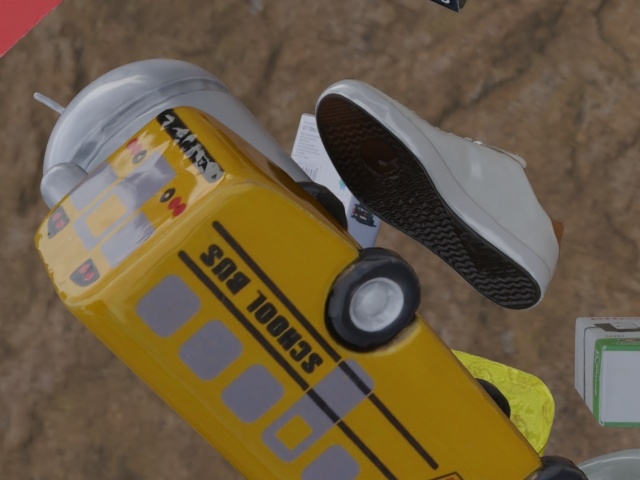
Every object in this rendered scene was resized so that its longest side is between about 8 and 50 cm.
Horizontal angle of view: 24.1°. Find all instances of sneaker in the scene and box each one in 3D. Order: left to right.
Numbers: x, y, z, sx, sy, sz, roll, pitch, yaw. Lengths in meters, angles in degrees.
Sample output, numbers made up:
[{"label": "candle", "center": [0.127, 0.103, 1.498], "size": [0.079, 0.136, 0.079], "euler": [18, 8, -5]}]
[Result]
[{"label": "sneaker", "center": [0.118, -0.065, 1.446], "size": [0.106, 0.290, 0.123], "euler": [-29, 23, 49]}]

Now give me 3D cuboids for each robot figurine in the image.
[{"label": "robot figurine", "center": [-0.114, -0.024, 1.347], "size": [0.353, 0.300, 0.200], "euler": [49, 115, 23]}]

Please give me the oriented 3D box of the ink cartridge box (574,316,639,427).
[{"label": "ink cartridge box", "center": [0.355, 0.136, 1.583], "size": [0.153, 0.208, 0.087], "euler": [0, 95, 2]}]

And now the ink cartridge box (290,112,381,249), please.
[{"label": "ink cartridge box", "center": [0.000, 0.000, 1.901], "size": [0.186, 0.065, 0.311], "euler": [19, 92, 61]}]

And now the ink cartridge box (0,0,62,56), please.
[{"label": "ink cartridge box", "center": [-0.203, -0.261, 1.050], "size": [0.224, 0.056, 0.181], "euler": [-44, 63, -12]}]

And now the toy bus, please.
[{"label": "toy bus", "center": [0.012, 0.078, 0.783], "size": [0.130, 0.333, 0.108], "euler": [-42, 33, -1]}]

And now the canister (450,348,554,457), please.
[{"label": "canister", "center": [0.114, 0.153, 1.210], "size": [0.126, 0.170, 0.073], "euler": [17, 69, 6]}]

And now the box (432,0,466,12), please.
[{"label": "box", "center": [0.095, -0.311, 1.211], "size": [0.175, 0.051, 0.220], "euler": [29, 73, 22]}]

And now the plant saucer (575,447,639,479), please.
[{"label": "plant saucer", "center": [0.164, 0.331, 1.128], "size": [0.100, 0.400, 0.400], "euler": [46, 119, -10]}]
